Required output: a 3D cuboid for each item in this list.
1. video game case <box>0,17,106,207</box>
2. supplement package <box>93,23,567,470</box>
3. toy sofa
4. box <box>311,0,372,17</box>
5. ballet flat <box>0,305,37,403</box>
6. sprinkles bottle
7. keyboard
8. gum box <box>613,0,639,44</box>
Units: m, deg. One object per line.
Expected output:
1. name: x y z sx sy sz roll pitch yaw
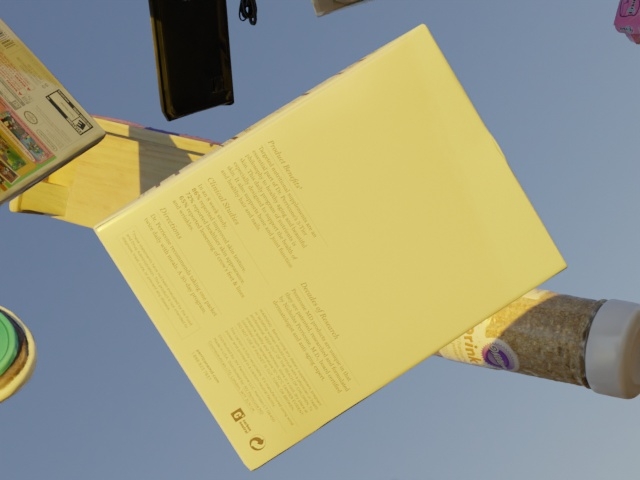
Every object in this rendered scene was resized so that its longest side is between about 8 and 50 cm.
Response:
1. video game case: -0.343 -0.144 1.177 0.023 0.212 0.193 -40 4 37
2. supplement package: 0.000 0.000 0.882 0.262 0.199 0.198 -32 6 -4
3. toy sofa: -0.213 -0.071 1.524 0.177 0.362 0.150 4 -81 -55
4. box: 0.070 -0.373 1.095 0.231 0.262 0.127 -14 -17 5
5. ballet flat: -0.402 0.119 1.112 0.139 0.400 0.139 -19 -68 -57
6. sprinkles bottle: 0.255 0.117 1.553 0.121 0.355 0.121 -15 -71 -51
7. keyboard: -0.136 -0.309 1.353 0.201 0.033 0.317 -24 -63 -51
8. gum box: 0.380 -0.283 1.188 0.062 0.107 0.188 19 -90 -42
